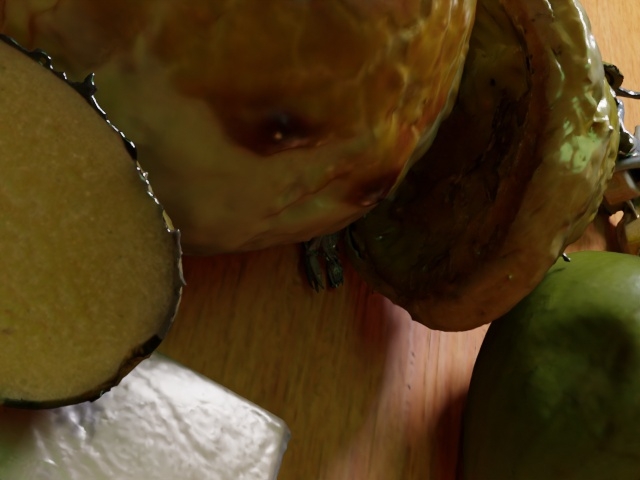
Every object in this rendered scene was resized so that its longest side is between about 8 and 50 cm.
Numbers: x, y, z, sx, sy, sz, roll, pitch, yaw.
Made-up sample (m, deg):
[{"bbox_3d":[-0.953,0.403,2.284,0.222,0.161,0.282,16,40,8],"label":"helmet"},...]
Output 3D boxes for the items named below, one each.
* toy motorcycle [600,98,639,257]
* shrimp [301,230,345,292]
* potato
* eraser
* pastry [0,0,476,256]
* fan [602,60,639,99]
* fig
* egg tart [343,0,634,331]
[{"bbox_3d":[0.319,-0.052,0.989,0.229,0.094,0.130,66,28,-10],"label":"toy motorcycle"},{"bbox_3d":[0.003,0.003,0.748,0.038,0.029,0.092,21,54,-38],"label":"shrimp"},{"bbox_3d":[-0.156,-0.015,0.456,0.200,0.164,0.081,45,2,-11],"label":"potato"},{"bbox_3d":[-0.184,0.090,0.492,0.343,0.078,0.144,32,44,-18],"label":"eraser"},{"bbox_3d":[-0.069,-0.176,0.607,0.389,0.312,0.388,24,45,-26],"label":"pastry"},{"bbox_3d":[0.213,-0.153,0.883,0.335,0.229,0.011,8,90,-5],"label":"fan"},{"bbox_3d":[0.211,0.122,0.700,0.207,0.207,0.230,44,43,-5],"label":"fig"},{"bbox_3d":[0.124,-0.071,0.712,0.115,0.290,0.290,14,53,-29],"label":"egg tart"}]
